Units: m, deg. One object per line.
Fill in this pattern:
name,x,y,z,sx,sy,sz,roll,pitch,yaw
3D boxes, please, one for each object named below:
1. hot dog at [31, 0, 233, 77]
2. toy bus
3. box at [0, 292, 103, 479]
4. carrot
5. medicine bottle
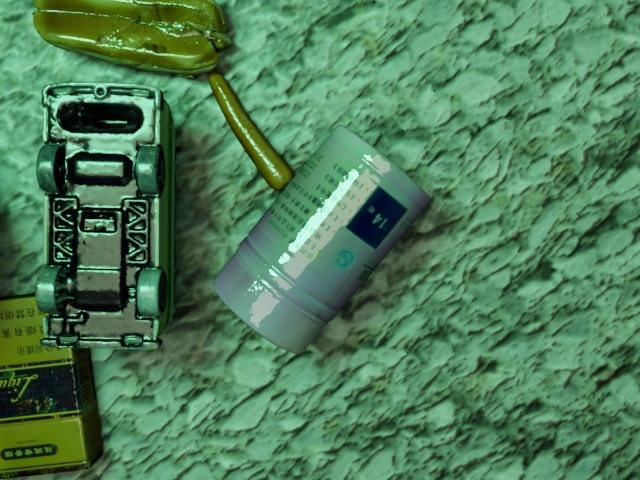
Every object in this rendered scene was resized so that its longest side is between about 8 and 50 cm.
hot dog,-0.246,-0.279,0.949,0.270,0.072,0.109,10,92,0
toy bus,-0.250,-0.031,0.908,0.143,0.179,0.305,1,94,0
box,-0.387,0.190,0.985,0.152,0.070,0.237,-6,91,3
carrot,-0.098,-0.146,0.967,0.037,0.037,0.190,-35,90,4
medicine bottle,0.000,0.000,0.912,0.152,0.152,0.254,39,95,0
